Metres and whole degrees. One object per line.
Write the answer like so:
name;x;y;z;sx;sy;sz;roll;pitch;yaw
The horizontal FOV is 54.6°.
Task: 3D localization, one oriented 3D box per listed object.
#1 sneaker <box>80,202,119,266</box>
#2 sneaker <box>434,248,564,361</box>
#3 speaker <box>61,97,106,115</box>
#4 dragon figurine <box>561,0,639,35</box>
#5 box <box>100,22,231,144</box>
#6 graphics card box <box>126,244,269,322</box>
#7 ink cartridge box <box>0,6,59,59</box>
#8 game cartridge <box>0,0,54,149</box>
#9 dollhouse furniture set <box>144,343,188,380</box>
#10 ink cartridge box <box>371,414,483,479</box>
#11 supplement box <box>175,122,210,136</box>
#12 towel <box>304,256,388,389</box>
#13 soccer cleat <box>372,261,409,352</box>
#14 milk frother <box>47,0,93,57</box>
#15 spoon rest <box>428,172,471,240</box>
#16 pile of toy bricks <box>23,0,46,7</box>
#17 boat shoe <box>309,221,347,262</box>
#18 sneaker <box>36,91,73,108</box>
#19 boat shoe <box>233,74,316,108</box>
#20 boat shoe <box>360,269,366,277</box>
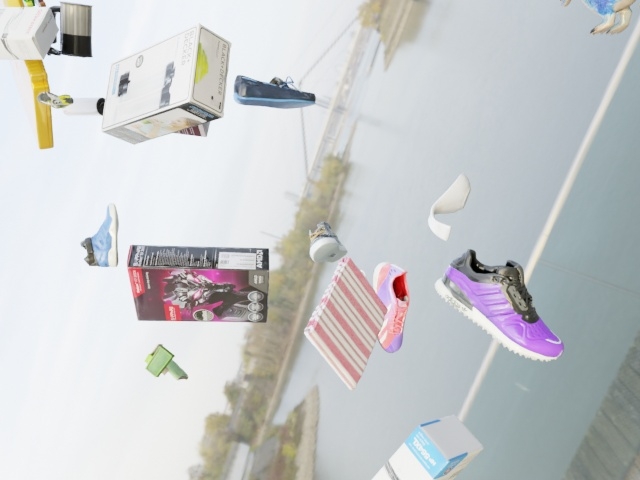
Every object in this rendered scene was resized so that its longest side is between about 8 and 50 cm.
sneaker;-0.514;-0.013;1.436;0.058;0.085;0.152;147;121;-77
sneaker;0.391;0.123;1.287;0.102;0.293;0.146;-21;-38;-61
speaker;-0.689;-0.392;1.817;0.055;0.136;0.055;4;-90;-68
dragon figurine;0.463;-0.407;0.932;0.289;0.085;0.143;-22;82;61
box;-0.318;-0.311;1.264;0.087;0.290;0.169;20;-110;-50
graphics card box;-0.325;0.122;1.694;0.094;0.371;0.232;-95;9;-45
ink cartridge box;-0.659;-0.446;1.334;0.063;0.151;0.109;85;-171;-55
game cartridge;-0.726;-0.434;1.537;0.323;0.053;0.285;64;152;15
dollhouse furniture set;-0.335;0.268;1.381;0.058;0.076;0.151;-54;-14;-3
ink cartridge box;0.184;0.430;1.150;0.148;0.086;0.203;8;-57;-52
supplement box;-0.386;-0.338;1.514;0.073;0.240;0.130;89;-172;-67
towel;0.047;0.139;1.067;0.029;0.144;0.197;-17;30;38
soccer cleat;0.243;0.232;2.049;0.116;0.109;0.318;12;111;52
milk frother;-0.661;-0.546;1.601;0.143;0.129;0.134;-107;23;-69
spoon rest;0.397;-0.110;1.913;0.276;0.084;0.137;-54;-20;-46
pile of toy bricks;-0.804;-0.645;1.686;0.118;0.105;0.212;-29;-24;-28
boat shoe;0.000;0.000;1.370;0.065;0.083;0.183;-37;-15;8
sneaker;-0.586;-0.303;1.365;0.035;0.031;0.083;-29;-13;33
boat shoe;-0.125;-0.437;1.794;0.109;0.258;0.088;-8;85;54
boat shoe;0.057;0.188;1.942;0.258;0.095;0.084;-51;-22;-32
